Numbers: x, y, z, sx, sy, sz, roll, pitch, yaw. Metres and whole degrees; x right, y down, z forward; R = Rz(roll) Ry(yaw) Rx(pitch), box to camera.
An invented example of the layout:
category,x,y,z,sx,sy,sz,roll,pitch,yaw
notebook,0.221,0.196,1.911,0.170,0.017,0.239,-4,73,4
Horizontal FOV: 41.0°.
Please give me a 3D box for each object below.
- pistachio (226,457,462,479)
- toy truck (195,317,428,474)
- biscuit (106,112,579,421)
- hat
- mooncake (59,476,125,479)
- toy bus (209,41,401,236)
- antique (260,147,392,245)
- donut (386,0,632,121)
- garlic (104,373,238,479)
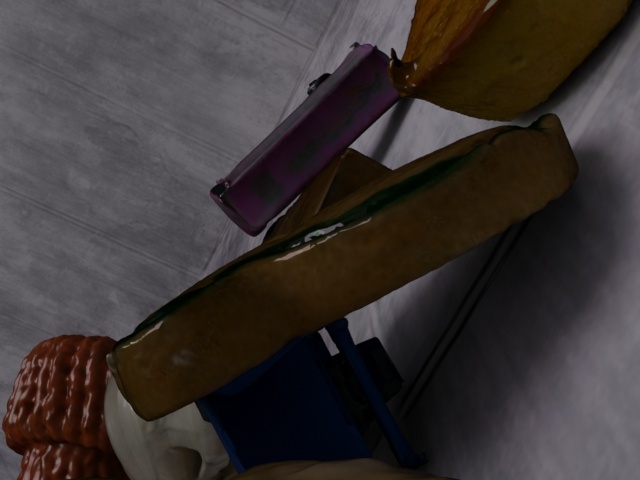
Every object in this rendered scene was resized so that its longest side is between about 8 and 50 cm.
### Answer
category,x,y,z,sx,sy,sz,roll,pitch,yaw
pistachio,-0.016,0.194,0.351,0.293,0.162,0.181,-57,43,29
toy truck,-0.005,0.116,0.569,0.126,0.113,0.208,-28,0,4
biscuit,-0.015,0.023,0.524,0.344,0.057,0.287,-30,-2,44
hat,-0.309,0.336,1.138,0.285,0.285,0.400,143,146,-68
mooncake,-0.247,0.365,0.936,0.117,0.235,0.234,125,167,-63
toy bus,-0.017,-0.122,1.045,0.274,0.090,0.112,-45,10,2
antique,0.000,0.000,0.919,0.093,0.087,0.310,-66,10,-17
donut,0.141,-0.199,0.611,0.253,0.118,0.253,-156,90,-82
garlic,-0.139,0.193,0.900,0.281,0.185,0.203,129,147,-51
